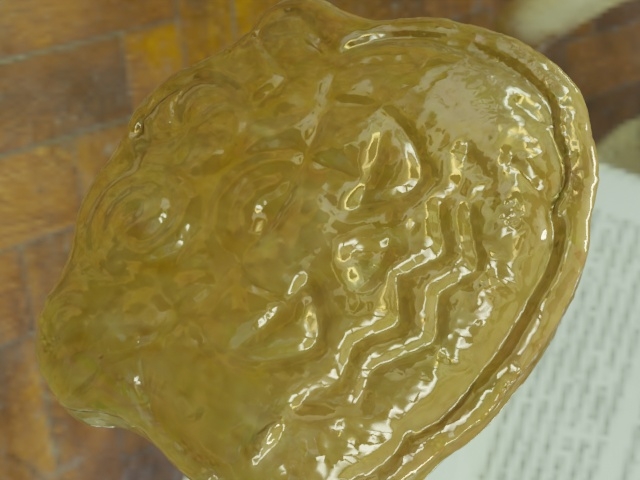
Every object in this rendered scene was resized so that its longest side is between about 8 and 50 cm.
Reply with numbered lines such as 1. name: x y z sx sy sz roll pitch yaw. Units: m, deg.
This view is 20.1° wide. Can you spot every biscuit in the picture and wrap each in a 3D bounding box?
1. biscuit: -0.001 -0.001 1.256 0.385 0.365 0.062 -60 154 -16
